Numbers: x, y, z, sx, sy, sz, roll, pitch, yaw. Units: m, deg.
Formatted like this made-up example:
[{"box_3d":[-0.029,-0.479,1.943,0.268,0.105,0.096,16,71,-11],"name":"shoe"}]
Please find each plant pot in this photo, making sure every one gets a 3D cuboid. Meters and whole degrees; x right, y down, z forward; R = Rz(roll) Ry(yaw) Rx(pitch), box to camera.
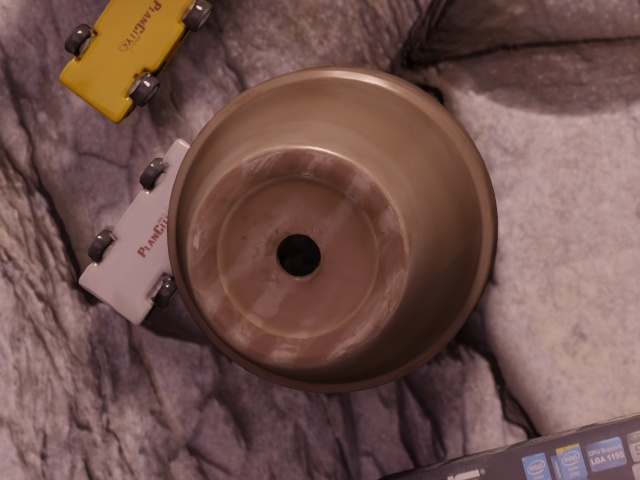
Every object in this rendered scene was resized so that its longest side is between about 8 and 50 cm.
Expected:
[{"box_3d":[0.000,0.000,1.431,0.323,0.280,0.323,1,96,6],"name":"plant pot"}]

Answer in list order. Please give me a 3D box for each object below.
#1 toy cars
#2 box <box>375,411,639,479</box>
[{"box_3d":[-0.170,-0.113,1.627,0.176,0.087,0.393,-4,95,8],"name":"toy cars"},{"box_3d":[0.268,0.333,1.475,0.395,0.097,0.318,-16,83,20],"name":"box"}]
